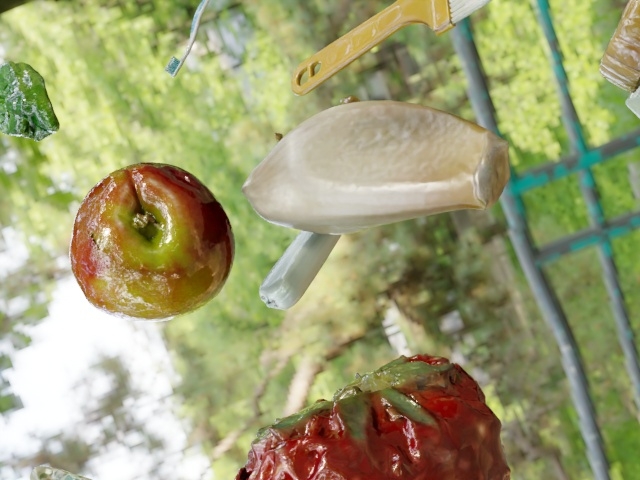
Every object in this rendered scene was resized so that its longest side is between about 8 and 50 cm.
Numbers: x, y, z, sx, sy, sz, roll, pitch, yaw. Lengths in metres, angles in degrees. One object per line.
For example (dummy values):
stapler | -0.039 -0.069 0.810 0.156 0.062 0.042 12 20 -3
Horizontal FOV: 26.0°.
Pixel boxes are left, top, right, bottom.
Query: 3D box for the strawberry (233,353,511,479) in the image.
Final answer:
strawberry | 0.083 0.319 1.501 0.317 0.295 0.345 -22 -92 -61

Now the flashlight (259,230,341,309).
flashlight | 0.000 0.000 1.624 0.047 0.200 0.093 41 163 -19

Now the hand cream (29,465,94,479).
hand cream | -0.461 0.426 2.437 0.165 0.057 0.037 4 127 47

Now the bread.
bread | 0.477 -0.323 1.988 0.070 0.236 0.236 29 171 11

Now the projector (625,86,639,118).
projector | 0.631 -0.170 2.071 0.257 0.079 0.259 37 161 -26

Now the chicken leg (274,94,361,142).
chicken leg | -0.006 -0.128 1.856 0.207 0.085 0.101 -57 -45 -32

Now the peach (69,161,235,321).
peach | -0.186 0.006 1.537 0.197 0.197 0.197 158 90 -90

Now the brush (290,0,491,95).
brush | 0.065 -0.214 1.374 0.013 0.272 0.103 26 -130 -37

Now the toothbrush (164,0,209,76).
toothbrush | -0.129 -0.254 1.535 0.017 0.162 0.014 31 176 -30

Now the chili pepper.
chili pepper | -0.358 -0.161 1.633 0.257 0.074 0.100 -157 66 -70

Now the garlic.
garlic | 0.066 -0.078 1.522 0.112 0.318 0.143 42 -126 -43
